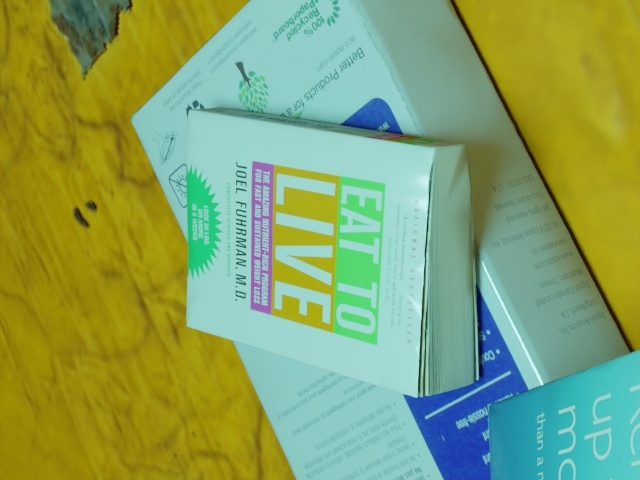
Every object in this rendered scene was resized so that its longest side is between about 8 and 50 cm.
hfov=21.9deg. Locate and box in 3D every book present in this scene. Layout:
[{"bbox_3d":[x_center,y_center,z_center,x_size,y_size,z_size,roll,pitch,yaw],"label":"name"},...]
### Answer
[{"bbox_3d":[0.000,0.000,0.669,0.144,0.035,0.096,12,106,46],"label":"book"}]

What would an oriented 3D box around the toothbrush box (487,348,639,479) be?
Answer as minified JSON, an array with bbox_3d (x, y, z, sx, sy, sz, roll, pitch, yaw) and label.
[{"bbox_3d":[0.171,0.126,0.447,0.295,0.126,0.216,149,124,-61],"label":"toothbrush box"}]

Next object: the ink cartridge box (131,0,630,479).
[{"bbox_3d":[0.043,0.050,0.704,0.165,0.065,0.333,-35,75,46],"label":"ink cartridge box"}]
